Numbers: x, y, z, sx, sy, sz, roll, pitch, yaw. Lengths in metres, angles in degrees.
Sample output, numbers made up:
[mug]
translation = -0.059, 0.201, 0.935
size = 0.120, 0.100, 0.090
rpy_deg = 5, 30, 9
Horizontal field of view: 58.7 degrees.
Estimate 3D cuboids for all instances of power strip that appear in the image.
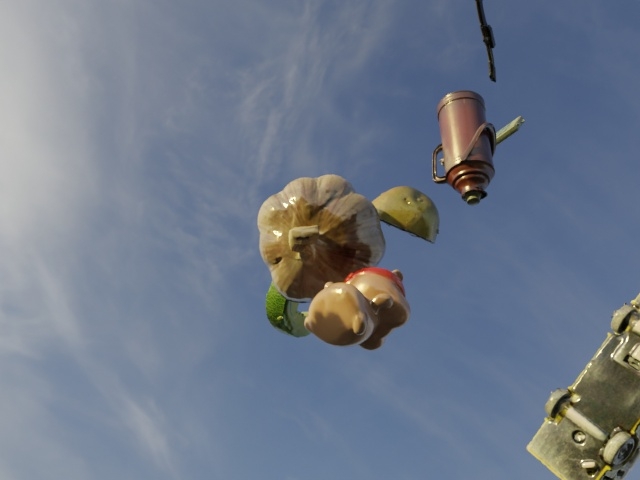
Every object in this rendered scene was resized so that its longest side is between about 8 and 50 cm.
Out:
[power strip]
translation = 0.401, -0.234, 1.222
size = 0.016, 0.040, 0.090
rpy_deg = 41, -27, -5

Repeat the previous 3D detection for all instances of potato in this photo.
[potato]
translation = 0.219, -0.078, 1.451
size = 0.202, 0.182, 0.117
rpy_deg = 24, -84, 5

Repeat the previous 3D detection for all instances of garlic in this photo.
[garlic]
translation = 0.002, -0.002, 1.351
size = 0.322, 0.322, 0.241
rpy_deg = 47, -11, -18

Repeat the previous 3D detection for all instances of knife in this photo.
[knife]
translation = 0.342, -0.438, 1.174
size = 0.021, 0.045, 0.222
rpy_deg = -4, -77, 39

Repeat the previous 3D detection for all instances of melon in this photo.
[melon]
translation = -0.078, 0.191, 1.526
size = 0.064, 0.118, 0.209
rpy_deg = 19, -23, 38

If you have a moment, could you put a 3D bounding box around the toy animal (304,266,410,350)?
[toy animal]
translation = 0.083, 0.137, 1.132
size = 0.171, 0.197, 0.171
rpy_deg = 11, -73, 43

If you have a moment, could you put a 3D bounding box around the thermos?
[thermos]
translation = 0.272, -0.166, 1.075
size = 0.124, 0.232, 0.099
rpy_deg = -11, -33, 23

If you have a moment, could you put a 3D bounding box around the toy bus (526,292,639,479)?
[toy bus]
translation = 0.293, 0.132, 0.537
size = 0.074, 0.226, 0.081
rpy_deg = 33, 2, -41

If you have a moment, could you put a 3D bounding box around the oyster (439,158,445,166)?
[oyster]
translation = 0.317, -0.178, 1.352
size = 0.093, 0.034, 0.051
rpy_deg = 48, -13, 30
